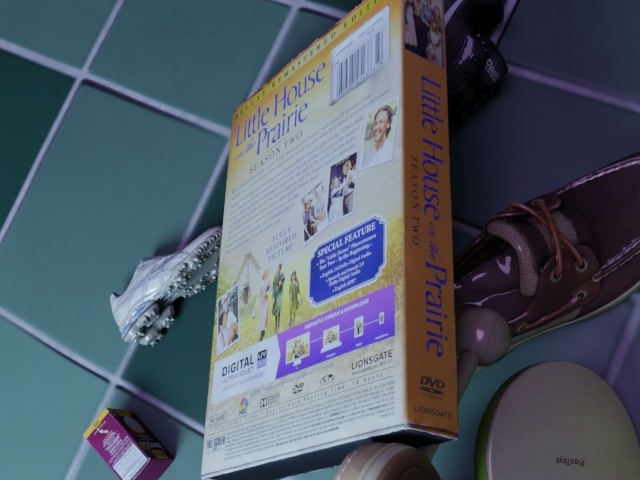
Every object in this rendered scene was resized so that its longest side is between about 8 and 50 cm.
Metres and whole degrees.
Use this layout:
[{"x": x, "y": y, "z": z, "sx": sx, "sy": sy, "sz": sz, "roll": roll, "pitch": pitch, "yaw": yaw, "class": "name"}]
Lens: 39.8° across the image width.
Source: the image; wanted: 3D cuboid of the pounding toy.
[{"x": 0.170, "y": 0.190, "z": 0.801, "sx": 0.110, "sy": 0.237, "sz": 0.183, "roll": -24, "pitch": 31, "yaw": 57, "class": "pounding toy"}]

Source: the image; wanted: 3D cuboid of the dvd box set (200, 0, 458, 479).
[{"x": 0.000, "y": 0.000, "z": 0.836, "sx": 0.307, "sy": 0.062, "sz": 0.420, "roll": -29, "pitch": 51, "yaw": 47, "class": "dvd box set"}]

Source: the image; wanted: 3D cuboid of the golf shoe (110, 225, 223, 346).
[{"x": -0.176, "y": 0.035, "z": 1.012, "sx": 0.176, "sy": 0.069, "sz": 0.086, "roll": -44, "pitch": 60, "yaw": 4, "class": "golf shoe"}]

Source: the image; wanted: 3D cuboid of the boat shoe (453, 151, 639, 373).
[{"x": 0.204, "y": 0.023, "z": 0.836, "sx": 0.342, "sy": 0.123, "sz": 0.123, "roll": -32, "pitch": 67, "yaw": 11, "class": "boat shoe"}]

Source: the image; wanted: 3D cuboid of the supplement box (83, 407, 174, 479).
[{"x": -0.213, "y": 0.229, "z": 0.979, "sx": 0.083, "sy": 0.055, "sz": 0.043, "roll": 41, "pitch": 93, "yaw": 24, "class": "supplement box"}]

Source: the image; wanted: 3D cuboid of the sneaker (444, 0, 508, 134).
[{"x": 0.120, "y": -0.157, "z": 0.929, "sx": 0.135, "sy": 0.097, "sz": 0.276, "roll": 13, "pitch": 80, "yaw": 26, "class": "sneaker"}]

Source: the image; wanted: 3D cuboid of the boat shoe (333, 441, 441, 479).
[{"x": 0.030, "y": 0.274, "z": 0.739, "sx": 0.110, "sy": 0.341, "sz": 0.121, "roll": 26, "pitch": 50, "yaw": 30, "class": "boat shoe"}]
